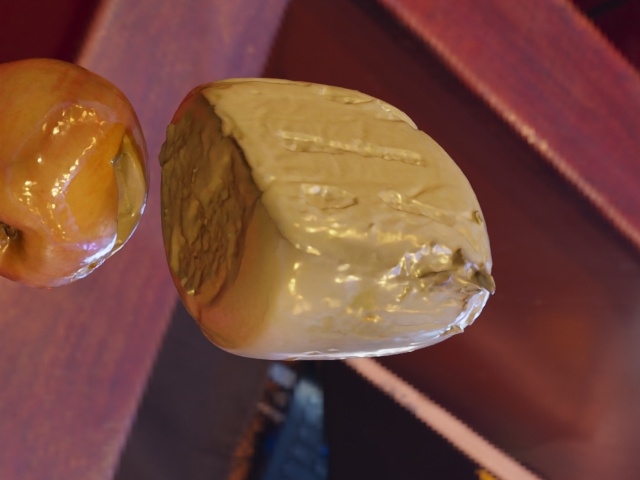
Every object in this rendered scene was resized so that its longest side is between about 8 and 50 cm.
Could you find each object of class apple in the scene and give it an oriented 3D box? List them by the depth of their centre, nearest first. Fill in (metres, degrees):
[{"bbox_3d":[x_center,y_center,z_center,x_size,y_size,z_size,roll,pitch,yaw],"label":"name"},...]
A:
[{"bbox_3d":[-0.222,-0.051,1.343,0.199,0.199,0.199,6,82,-44],"label":"apple"}]

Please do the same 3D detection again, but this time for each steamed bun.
[{"bbox_3d":[0.000,0.000,1.328,0.232,0.273,0.166,3,127,-31],"label":"steamed bun"}]
